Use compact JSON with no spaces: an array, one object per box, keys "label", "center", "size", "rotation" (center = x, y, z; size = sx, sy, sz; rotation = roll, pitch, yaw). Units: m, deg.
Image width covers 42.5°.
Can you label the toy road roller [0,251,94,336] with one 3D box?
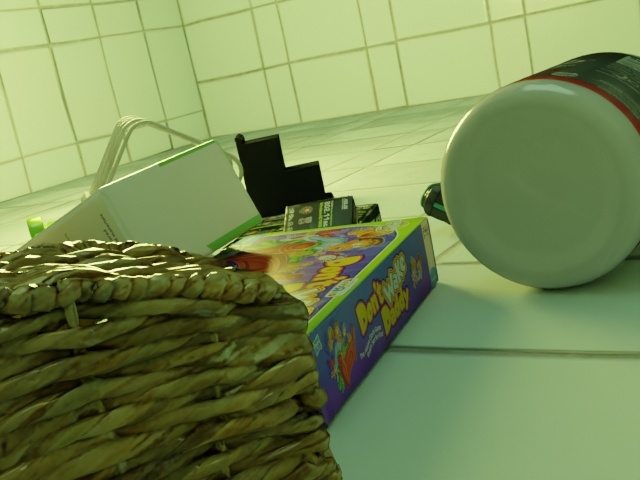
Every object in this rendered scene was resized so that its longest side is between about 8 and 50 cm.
[{"label":"toy road roller","center":[-0.362,0.088,0.775],"size":[0.241,0.202,0.330],"rotation":[-7,11,-42]}]

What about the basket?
[{"label":"basket","center":[-0.170,0.109,0.439],"size":[0.299,0.213,0.223],"rotation":[-18,15,-26]}]

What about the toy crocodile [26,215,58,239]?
[{"label":"toy crocodile","center":[-0.413,0.013,1.371],"size":[0.115,0.105,0.340],"rotation":[-16,18,-21]}]

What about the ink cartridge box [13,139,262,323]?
[{"label":"ink cartridge box","center":[-0.233,0.015,0.929],"size":[0.273,0.114,0.198],"rotation":[-27,6,36]}]

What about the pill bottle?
[{"label":"pill bottle","center":[0.299,-0.098,0.923],"size":[0.210,0.210,0.363],"rotation":[-3,15,35]}]

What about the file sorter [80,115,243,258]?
[{"label":"file sorter","center":[-0.252,-0.090,1.300],"size":[0.193,0.173,0.278],"rotation":[21,2,-20]}]

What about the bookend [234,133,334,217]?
[{"label":"bookend","center":[-0.066,-0.134,1.530],"size":[0.156,0.157,0.072],"rotation":[-12,13,1]}]

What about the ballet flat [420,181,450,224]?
[{"label":"ballet flat","center":[0.222,-0.060,1.174],"size":[0.074,0.074,0.203],"rotation":[-1,11,40]}]

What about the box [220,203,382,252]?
[{"label":"box","center":[-0.022,-0.004,1.184],"size":[0.191,0.045,0.184],"rotation":[-7,16,18]}]

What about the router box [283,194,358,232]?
[{"label":"router box","center":[0.000,0.000,1.043],"size":[0.092,0.038,0.122],"rotation":[-9,41,11]}]

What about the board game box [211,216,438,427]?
[{"label":"board game box","center":[-0.043,0.068,0.807],"size":[0.234,0.078,0.347],"rotation":[-6,14,24]}]
